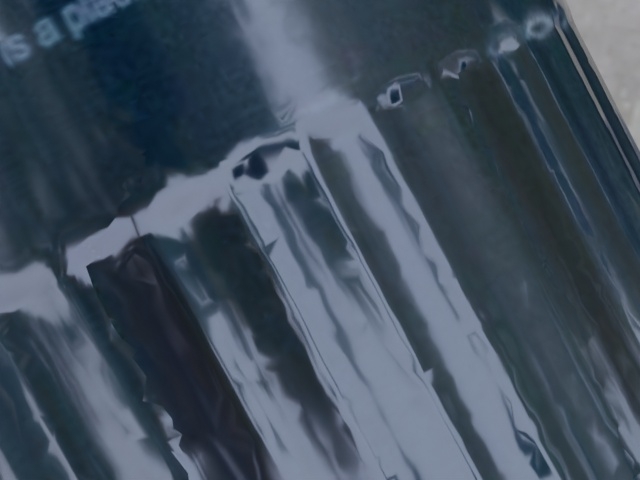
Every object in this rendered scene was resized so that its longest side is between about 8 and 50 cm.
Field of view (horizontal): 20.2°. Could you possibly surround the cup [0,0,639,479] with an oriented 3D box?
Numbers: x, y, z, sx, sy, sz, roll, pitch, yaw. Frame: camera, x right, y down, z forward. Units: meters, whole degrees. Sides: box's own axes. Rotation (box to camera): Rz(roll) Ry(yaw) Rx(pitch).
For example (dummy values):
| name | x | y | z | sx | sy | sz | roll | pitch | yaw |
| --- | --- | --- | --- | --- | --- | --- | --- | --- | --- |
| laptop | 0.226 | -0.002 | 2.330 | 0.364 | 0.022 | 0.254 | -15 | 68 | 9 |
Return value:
| name | x | y | z | sx | sy | sz | roll | pitch | yaw |
| --- | --- | --- | --- | --- | --- | --- | --- | --- | --- |
| cup | -0.012 | 0.007 | 0.461 | 0.308 | 0.242 | 0.292 | -27 | 89 | -39 |
